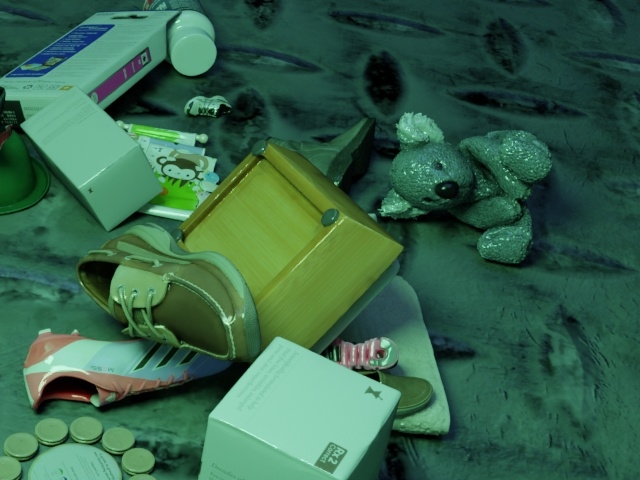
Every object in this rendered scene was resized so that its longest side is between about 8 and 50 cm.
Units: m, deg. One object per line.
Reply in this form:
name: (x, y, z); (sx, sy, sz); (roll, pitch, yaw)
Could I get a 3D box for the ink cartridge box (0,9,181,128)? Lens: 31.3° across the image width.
ink cartridge box: (-0.379, -0.286, 1.863); (0.175, 0.069, 0.371); (4, 34, 23)

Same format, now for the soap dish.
soap dish: (-0.057, 0.014, 1.413); (0.229, 0.118, 0.291); (-46, 37, 1)

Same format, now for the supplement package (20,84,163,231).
supplement package: (-0.325, -0.118, 1.625); (0.105, 0.105, 0.179); (-38, 53, -13)

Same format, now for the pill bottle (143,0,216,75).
pill bottle: (-0.246, -0.371, 2.027); (0.107, 0.108, 0.180); (-4, 37, -21)

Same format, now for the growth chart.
growth chart: (-0.235, -0.105, 1.733); (0.171, 0.021, 0.237); (5, 38, -8)

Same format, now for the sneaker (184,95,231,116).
sneaker: (-0.185, -0.221, 1.900); (0.083, 0.032, 0.037); (-17, 44, -34)

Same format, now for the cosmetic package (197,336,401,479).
cosmetic package: (-0.027, 0.232, 1.179); (0.151, 0.184, 0.151); (22, 36, 15)

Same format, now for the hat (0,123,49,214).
hat: (-0.458, -0.153, 1.593); (0.208, 0.184, 0.173); (25, 39, 18)

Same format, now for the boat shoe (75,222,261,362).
boat shoe: (-0.176, 0.071, 1.275); (0.116, 0.123, 0.324); (-19, 21, -29)

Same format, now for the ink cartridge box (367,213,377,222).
ink cartridge box: (0.000, 0.000, 1.571); (0.135, 0.056, 0.099); (3, 18, 28)

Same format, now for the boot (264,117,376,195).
boot: (-0.012, -0.143, 1.806); (0.161, 0.083, 0.246); (14, 33, 14)

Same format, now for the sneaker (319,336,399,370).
sneaker: (0.039, 0.140, 1.378); (0.119, 0.047, 0.057); (4, -12, 16)

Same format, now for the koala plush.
koala plush: (0.203, -0.092, 1.713); (0.221, 0.196, 0.203); (5, 24, -8)

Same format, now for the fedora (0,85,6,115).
fedora: (-0.595, -0.180, 1.514); (0.334, 0.153, 0.334); (-16, 25, 8)

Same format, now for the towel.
towel: (0.048, 0.139, 1.452); (0.187, 0.049, 0.282); (3, 37, -10)

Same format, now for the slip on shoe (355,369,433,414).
slip on shoe: (0.070, 0.173, 1.336); (0.135, 0.041, 0.051); (1, 39, -14)

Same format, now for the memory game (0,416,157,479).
memory game: (-0.265, 0.256, 1.226); (0.186, 0.012, 0.186); (8, 34, -5)

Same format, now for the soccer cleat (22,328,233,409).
soccer cleat: (-0.220, 0.153, 1.335); (0.248, 0.083, 0.095); (1, 50, -12)
